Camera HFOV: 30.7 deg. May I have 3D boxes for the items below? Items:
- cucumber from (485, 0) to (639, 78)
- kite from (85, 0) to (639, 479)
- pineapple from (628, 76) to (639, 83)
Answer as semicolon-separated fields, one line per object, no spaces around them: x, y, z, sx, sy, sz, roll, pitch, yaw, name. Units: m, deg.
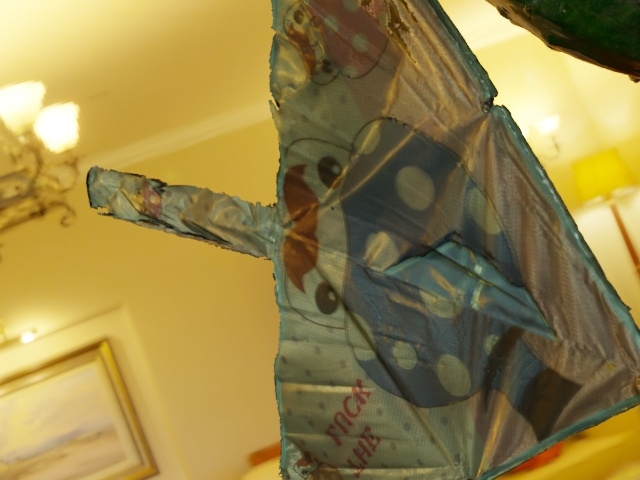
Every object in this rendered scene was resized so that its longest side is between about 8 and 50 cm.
0.049;-0.140;0.443;0.069;0.227;0.069;-48;-11;-13;cucumber
0.000;0.000;0.470;0.314;0.335;0.011;19;29;41;kite
0.269;-0.261;0.906;0.223;0.223;0.357;-23;25;15;pineapple
